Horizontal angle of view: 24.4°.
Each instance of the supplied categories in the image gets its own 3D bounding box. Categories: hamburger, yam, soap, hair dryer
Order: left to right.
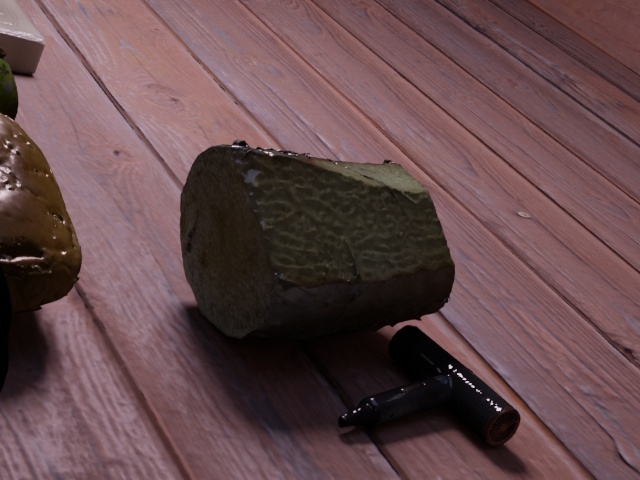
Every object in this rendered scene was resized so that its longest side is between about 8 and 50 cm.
[{"bbox_3d":[-0.350,-0.038,1.367,0.265,0.134,0.285,0,50,-33],"label":"hamburger"},{"bbox_3d":[-0.473,-0.300,2.078,0.121,0.064,0.183,8,24,-33],"label":"soap"},{"bbox_3d":[-0.002,0.004,1.556,0.271,0.201,0.202,-5,74,-32],"label":"yam"},{"bbox_3d":[0.076,0.149,1.482,0.195,0.050,0.173,-1,26,-36],"label":"hair dryer"}]

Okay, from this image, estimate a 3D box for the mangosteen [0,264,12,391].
[{"bbox_3d":[-0.343,0.042,1.045,0.287,0.287,0.233,-2,24,-43],"label":"mangosteen"}]

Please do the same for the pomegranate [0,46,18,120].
[{"bbox_3d":[-0.448,-0.175,1.707,0.191,0.131,0.152,-7,35,-35],"label":"pomegranate"}]
